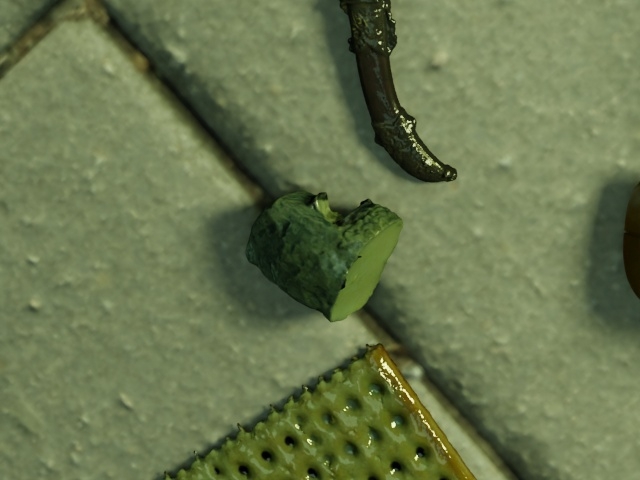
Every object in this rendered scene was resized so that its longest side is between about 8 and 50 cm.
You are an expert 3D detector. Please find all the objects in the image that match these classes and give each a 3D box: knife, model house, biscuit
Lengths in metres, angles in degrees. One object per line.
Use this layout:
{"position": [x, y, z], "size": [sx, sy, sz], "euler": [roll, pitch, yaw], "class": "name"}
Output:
{"position": [0.033, -0.135, 1.242], "size": [0.045, 0.021, 0.222], "euler": [-16, 106, 18], "class": "knife"}
{"position": [0.000, 0.000, 1.278], "size": [0.083, 0.066, 0.078], "euler": [34, 123, 20], "class": "model house"}
{"position": [-0.014, 0.182, 1.352], "size": [0.231, 0.016, 0.139], "euler": [-33, 98, 20], "class": "biscuit"}

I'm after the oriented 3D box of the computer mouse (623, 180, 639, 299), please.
{"position": [0.283, 0.008, 1.187], "size": [0.199, 0.045, 0.102], "euler": [9, 103, 21], "class": "computer mouse"}
